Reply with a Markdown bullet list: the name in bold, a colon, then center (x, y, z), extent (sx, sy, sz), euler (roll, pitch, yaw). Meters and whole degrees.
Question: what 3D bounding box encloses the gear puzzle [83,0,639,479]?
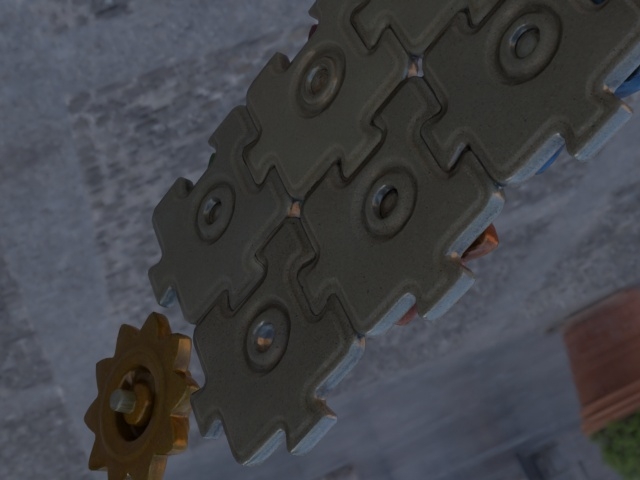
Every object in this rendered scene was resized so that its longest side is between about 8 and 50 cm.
- **gear puzzle**: center (0.000, 0.000, 0.497), extent (0.044, 0.175, 0.339), euler (21, 120, -39)
